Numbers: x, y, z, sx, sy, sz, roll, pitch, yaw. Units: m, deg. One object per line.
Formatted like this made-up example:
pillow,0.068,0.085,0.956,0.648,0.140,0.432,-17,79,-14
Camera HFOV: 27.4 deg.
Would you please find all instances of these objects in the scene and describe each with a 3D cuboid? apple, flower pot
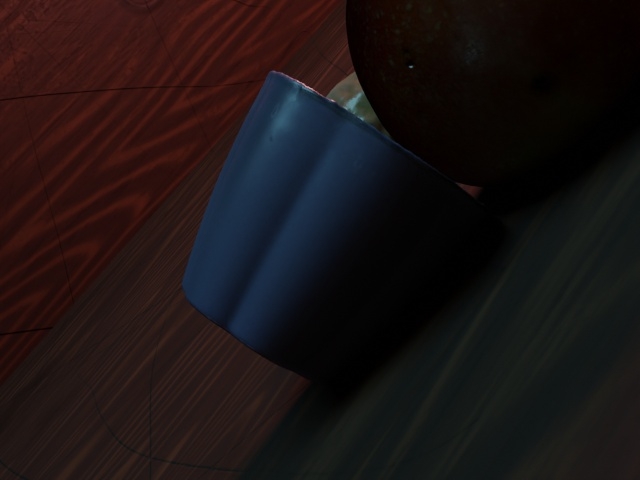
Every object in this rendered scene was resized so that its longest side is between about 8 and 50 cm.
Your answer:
apple,0.181,-0.231,1.308,0.348,0.277,0.348,-42,14,13
flower pot,0.000,0.000,1.301,0.243,0.265,0.265,-59,13,0

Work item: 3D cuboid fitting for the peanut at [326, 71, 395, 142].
peanut,0.111,-0.171,1.630,0.340,0.158,0.174,-45,-17,-18
